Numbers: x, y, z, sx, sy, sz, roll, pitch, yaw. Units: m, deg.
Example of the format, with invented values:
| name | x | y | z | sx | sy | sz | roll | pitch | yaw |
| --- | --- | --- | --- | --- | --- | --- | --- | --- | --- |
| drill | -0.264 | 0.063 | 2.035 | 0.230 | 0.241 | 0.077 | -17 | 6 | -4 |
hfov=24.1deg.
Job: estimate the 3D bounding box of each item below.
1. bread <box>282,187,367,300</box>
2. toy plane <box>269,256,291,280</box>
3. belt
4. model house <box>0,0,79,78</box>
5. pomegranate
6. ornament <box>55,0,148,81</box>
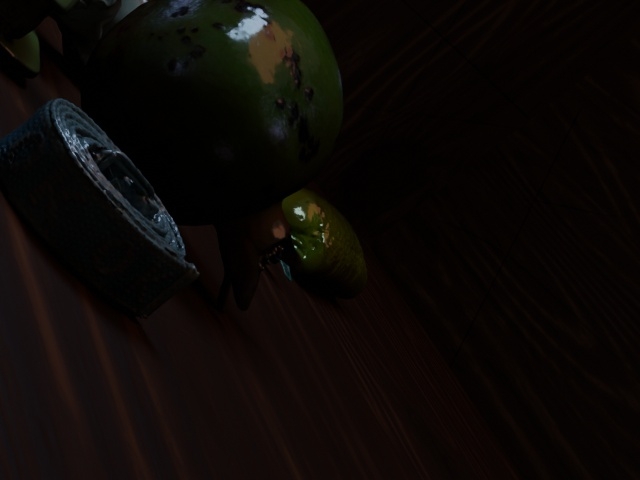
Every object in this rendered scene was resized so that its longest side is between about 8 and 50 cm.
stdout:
| name | x | y | z | sx | sy | sz | roll | pitch | yaw |
| --- | --- | --- | --- | --- | --- | --- | --- | --- | --- |
| bread | 0.000 | 0.000 | 2.478 | 0.166 | 0.112 | 0.383 | 53 | 4 | 15 |
| toy plane | -0.103 | -0.031 | 2.037 | 0.235 | 0.060 | 0.096 | 42 | 18 | -48 |
| belt | -0.176 | -0.033 | 1.171 | 0.147 | 0.082 | 0.163 | 60 | 9 | 32 |
| model house | -0.259 | -0.332 | 1.465 | 0.218 | 0.279 | 0.205 | 49 | 7 | -25 |
| pomegranate | -0.089 | -0.109 | 1.515 | 0.323 | 0.291 | 0.291 | 62 | 6 | 10 |
| ornament | -0.257 | -0.275 | 1.699 | 0.130 | 0.120 | 0.285 | 54 | -9 | 9 |
